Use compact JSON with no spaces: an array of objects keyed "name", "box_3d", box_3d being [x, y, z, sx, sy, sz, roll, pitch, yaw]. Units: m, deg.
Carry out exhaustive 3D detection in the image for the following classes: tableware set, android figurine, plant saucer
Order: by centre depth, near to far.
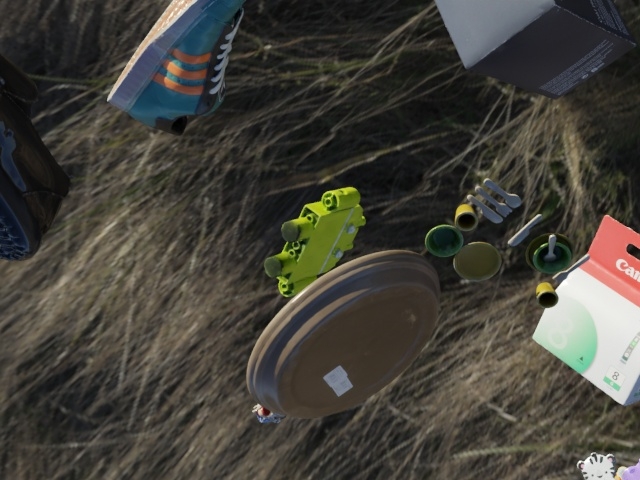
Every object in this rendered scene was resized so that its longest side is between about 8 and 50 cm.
[{"name":"tableware set","box_3d":[0.185,0.014,0.946,0.154,0.024,0.104,35,118,-19]},{"name":"plant saucer","box_3d":[0.039,0.127,1.172,0.041,0.278,0.278,52,133,34]},{"name":"android figurine","box_3d":[0.000,0.000,1.895,0.056,0.273,0.248,38,115,23]}]

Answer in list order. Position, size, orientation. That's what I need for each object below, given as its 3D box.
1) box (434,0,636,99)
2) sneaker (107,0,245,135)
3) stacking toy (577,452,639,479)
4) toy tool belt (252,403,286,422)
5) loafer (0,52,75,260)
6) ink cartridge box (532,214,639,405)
[{"name":"box","box_3d":[0.328,-0.448,1.612,0.179,0.313,0.343,-34,66,33]},{"name":"sneaker","box_3d":[-0.152,-0.235,1.193,0.121,0.108,0.302,32,142,-20]},{"name":"stacking toy","box_3d":[0.402,0.251,1.057,0.221,0.167,0.052,-18,66,17]},{"name":"toy tool belt","box_3d":[-0.090,0.295,1.646,0.051,0.083,0.052,-29,79,35]},{"name":"loafer","box_3d":[-0.223,-0.091,0.584,0.080,0.078,0.220,5,131,29]},{"name":"ink cartridge box","box_3d":[0.435,0.102,1.412,0.181,0.056,0.224,39,124,38]}]
